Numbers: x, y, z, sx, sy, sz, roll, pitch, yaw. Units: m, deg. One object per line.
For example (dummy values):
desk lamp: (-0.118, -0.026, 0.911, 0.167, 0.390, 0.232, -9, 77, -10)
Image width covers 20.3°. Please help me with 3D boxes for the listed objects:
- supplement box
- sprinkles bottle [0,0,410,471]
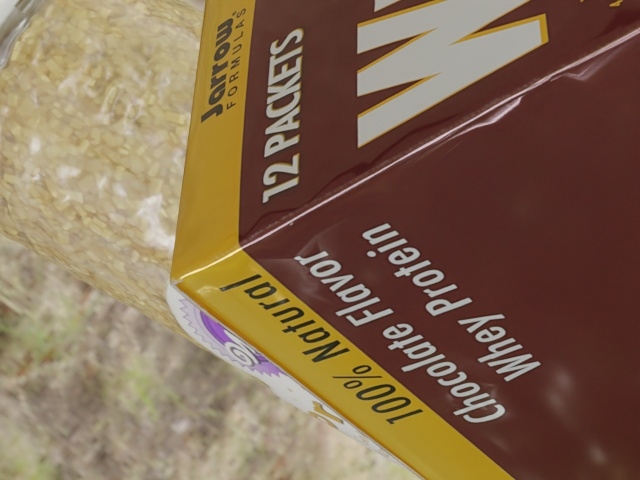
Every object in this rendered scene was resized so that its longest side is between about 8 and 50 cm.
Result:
supplement box: (0.102, -0.024, 0.436, 0.194, 0.129, 0.191, -29, 128, 29)
sprinkles bottle: (0.000, 0.000, 0.663, 0.121, 0.355, 0.121, -59, 170, -16)
